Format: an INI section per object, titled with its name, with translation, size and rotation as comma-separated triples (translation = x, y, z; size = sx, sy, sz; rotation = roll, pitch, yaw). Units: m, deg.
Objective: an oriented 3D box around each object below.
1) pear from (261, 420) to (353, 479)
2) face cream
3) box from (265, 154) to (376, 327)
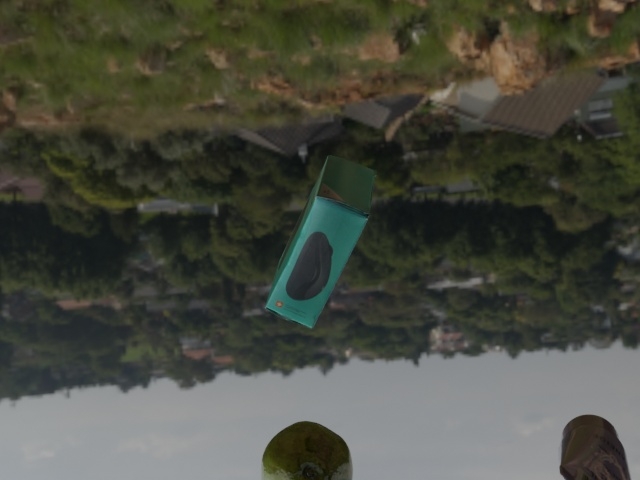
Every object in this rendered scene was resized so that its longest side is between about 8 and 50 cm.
[pear]
translation = -0.029, 0.503, 1.936
size = 0.212, 0.213, 0.269
rotation = -5, 169, 0
[face cream]
translation = 0.398, 0.338, 1.283
size = 0.096, 0.154, 0.274
rotation = -45, 177, 15
[box]
translation = 0.000, 0.000, 1.862
size = 0.118, 0.311, 0.205
rotation = 22, -149, -7
